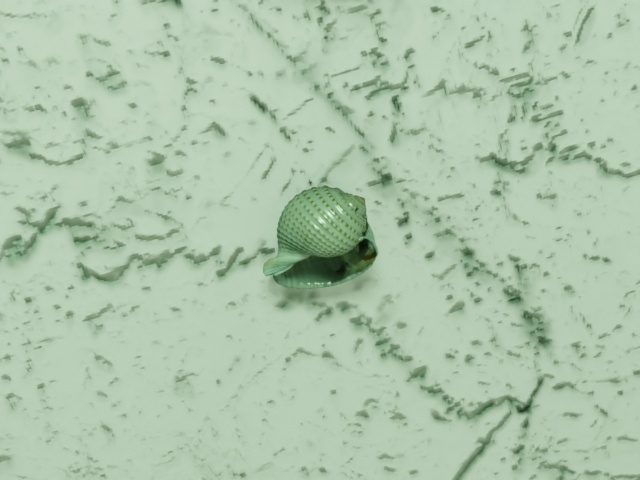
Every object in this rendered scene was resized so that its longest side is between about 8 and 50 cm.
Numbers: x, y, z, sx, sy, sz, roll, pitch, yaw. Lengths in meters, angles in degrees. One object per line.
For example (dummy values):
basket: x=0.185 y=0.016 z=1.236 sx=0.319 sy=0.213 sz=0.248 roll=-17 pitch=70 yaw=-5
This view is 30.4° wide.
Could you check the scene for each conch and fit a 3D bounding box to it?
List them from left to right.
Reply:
conch: x=0.001 y=-0.004 z=0.825 sx=0.085 sy=0.057 sz=0.076 roll=-23 pitch=137 yaw=32
